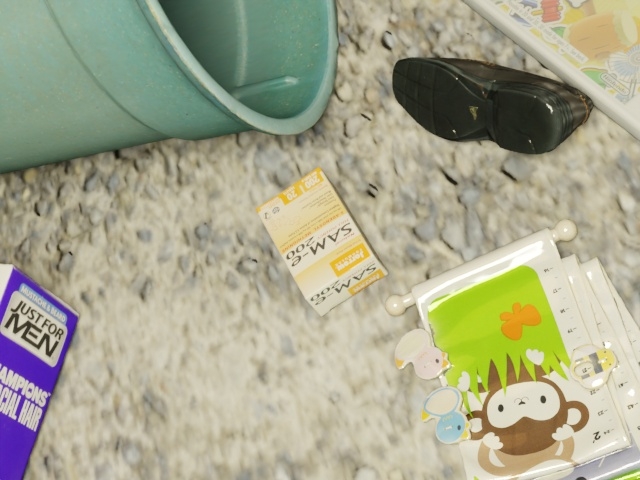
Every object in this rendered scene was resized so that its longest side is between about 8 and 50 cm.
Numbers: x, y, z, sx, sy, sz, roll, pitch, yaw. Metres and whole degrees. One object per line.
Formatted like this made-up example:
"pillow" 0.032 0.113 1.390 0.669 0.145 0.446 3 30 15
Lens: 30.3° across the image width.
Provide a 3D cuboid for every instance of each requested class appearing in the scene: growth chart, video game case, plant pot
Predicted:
"growth chart" 0.150 0.096 0.797 0.172 0.021 0.237 -32 54 6
"video game case" 0.251 -0.205 0.917 0.206 0.026 0.227 -41 55 -2
"plant pot" -0.209 -0.207 0.955 0.334 0.341 0.341 -14 58 26

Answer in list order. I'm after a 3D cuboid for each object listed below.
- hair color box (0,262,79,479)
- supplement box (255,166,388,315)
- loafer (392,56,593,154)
"hair color box" -0.335 0.182 0.906 0.185 0.110 0.338 4 66 27
"supplement box" 0.000 0.000 0.904 0.062 0.036 0.098 -34 55 4
"loafer" 0.128 -0.107 0.906 0.061 0.062 0.170 -23 36 -38
